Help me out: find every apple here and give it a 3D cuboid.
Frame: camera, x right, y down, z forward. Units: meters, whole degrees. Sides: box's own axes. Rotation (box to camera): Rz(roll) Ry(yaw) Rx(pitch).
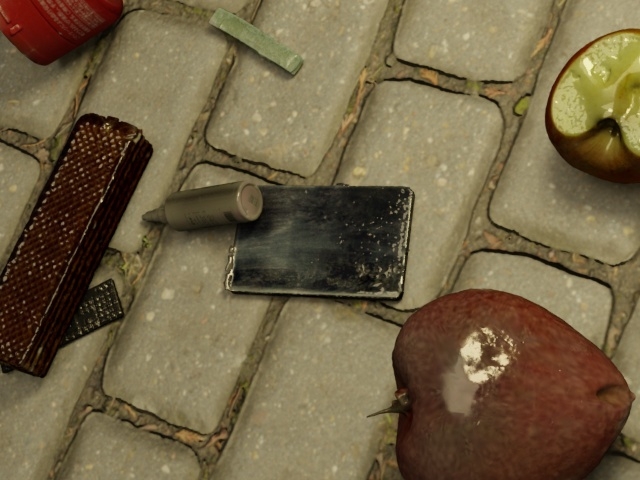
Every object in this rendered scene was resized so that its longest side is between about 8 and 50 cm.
[{"bbox_3d":[0.376,-0.157,1.606,0.195,0.160,0.173,15,75,27],"label":"apple"}]

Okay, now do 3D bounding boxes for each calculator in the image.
[{"bbox_3d":[0.000,0.000,1.786,0.261,0.021,0.161,3,74,22],"label":"calculator"}]

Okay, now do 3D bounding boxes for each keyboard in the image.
[{"bbox_3d":[-0.377,0.123,1.902,0.204,0.013,0.061,-26,66,12],"label":"keyboard"}]

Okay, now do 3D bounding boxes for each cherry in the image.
[{"bbox_3d":[0.207,0.186,1.537,0.307,0.221,0.261,-4,80,7],"label":"cherry"}]

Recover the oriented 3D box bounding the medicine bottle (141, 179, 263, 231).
[{"bbox_3d":[-0.173,-0.044,1.842,0.199,0.057,0.058,-8,70,36],"label":"medicine bottle"}]

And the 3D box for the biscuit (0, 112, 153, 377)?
[{"bbox_3d":[-0.366,0.003,1.894,0.107,0.073,0.388,19,78,27],"label":"biscuit"}]

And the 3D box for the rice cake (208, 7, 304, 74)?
[{"bbox_3d":[-0.093,-0.288,1.913,0.170,0.029,0.033,35,93,27],"label":"rice cake"}]

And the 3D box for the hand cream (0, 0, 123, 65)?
[{"bbox_3d":[-0.409,-0.388,1.965,0.149,0.230,0.230,-31,64,13],"label":"hand cream"}]
